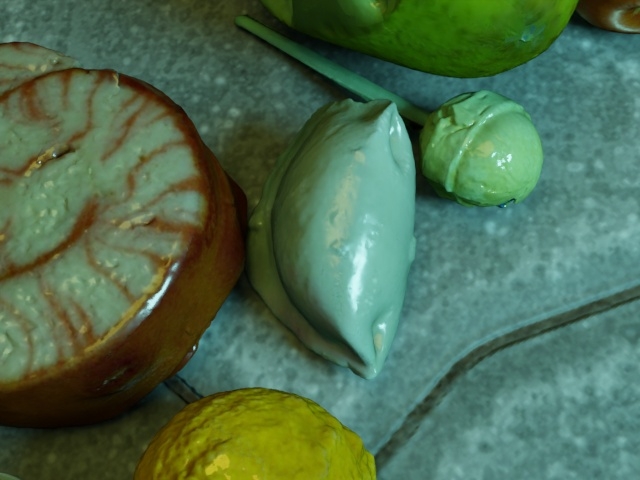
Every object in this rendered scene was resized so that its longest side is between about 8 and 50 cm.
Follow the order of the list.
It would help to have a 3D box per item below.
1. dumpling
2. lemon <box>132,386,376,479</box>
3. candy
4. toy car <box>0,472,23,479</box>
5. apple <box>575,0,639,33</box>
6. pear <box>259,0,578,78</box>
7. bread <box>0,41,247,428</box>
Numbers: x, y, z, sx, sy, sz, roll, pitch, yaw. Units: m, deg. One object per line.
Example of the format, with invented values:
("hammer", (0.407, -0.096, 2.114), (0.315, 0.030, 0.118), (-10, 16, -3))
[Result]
("dumpling", (0.012, 0.000, 0.780), (0.105, 0.149, 0.216), (4, 77, -21))
("lemon", (-0.041, 0.165, 0.668), (0.187, 0.142, 0.142), (-6, 51, -42))
("candy", (0.041, -0.124, 0.853), (0.335, 0.092, 0.093), (33, 93, 32))
("toy car", (-0.223, 0.246, 0.679), (0.235, 0.145, 0.235), (-11, 46, 12))
("apple", (0.269, -0.239, 0.816), (0.163, 0.163, 0.139), (5, 74, 13))
("pear", (0.097, -0.268, 0.766), (0.238, 0.342, 0.318), (-3, 53, -26))
("bread", (-0.230, -0.004, 0.807), (0.328, 0.114, 0.295), (28, 71, 23))
